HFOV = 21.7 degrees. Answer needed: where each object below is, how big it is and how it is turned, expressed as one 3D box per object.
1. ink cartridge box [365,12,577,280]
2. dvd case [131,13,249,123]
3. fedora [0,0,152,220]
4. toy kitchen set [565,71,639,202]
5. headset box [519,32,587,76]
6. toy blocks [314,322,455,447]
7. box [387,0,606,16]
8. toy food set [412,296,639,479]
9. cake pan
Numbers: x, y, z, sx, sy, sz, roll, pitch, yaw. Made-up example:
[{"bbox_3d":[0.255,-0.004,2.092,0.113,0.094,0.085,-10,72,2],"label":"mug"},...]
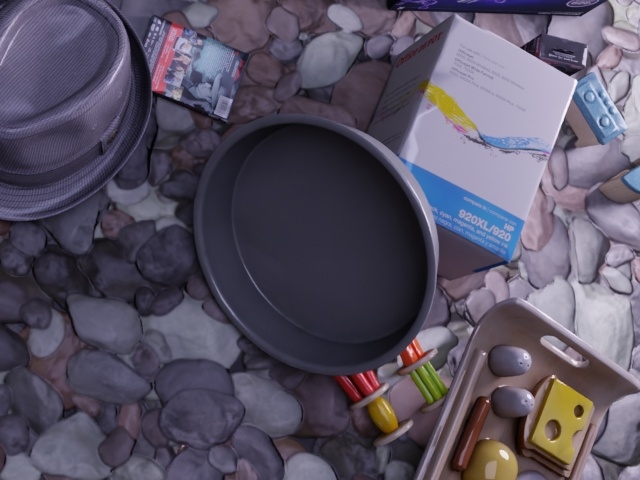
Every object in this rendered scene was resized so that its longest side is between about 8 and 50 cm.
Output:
[{"bbox_3d":[0.149,-0.101,1.882,0.168,0.171,0.232,26,74,-14],"label":"ink cartridge box"},{"bbox_3d":[-0.147,-0.192,1.878,0.119,0.013,0.087,20,75,-14],"label":"dvd case"},{"bbox_3d":[-0.297,-0.164,1.755,0.244,0.124,0.275,46,70,-1],"label":"fedora"},{"bbox_3d":[0.415,-0.161,2.011,0.207,0.122,0.166,-32,92,-21],"label":"toy kitchen set"},{"bbox_3d":[0.275,-0.217,1.992,0.062,0.083,0.032,11,77,-18],"label":"headset box"},{"bbox_3d":[0.071,0.138,1.877,0.123,0.054,0.148,-34,93,-20],"label":"toy blocks"},{"bbox_3d":[0.227,-0.334,1.942,0.261,0.184,0.103,-1,84,-19],"label":"box"},{"bbox_3d":[0.234,0.248,1.866,0.220,0.092,0.306,33,71,-28],"label":"toy food set"},{"bbox_3d":[0.000,0.000,1.777,0.293,0.293,0.054,58,35,-2],"label":"cake pan"}]
